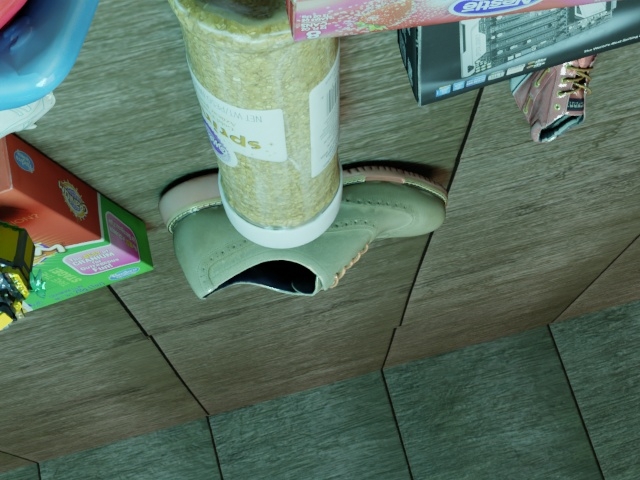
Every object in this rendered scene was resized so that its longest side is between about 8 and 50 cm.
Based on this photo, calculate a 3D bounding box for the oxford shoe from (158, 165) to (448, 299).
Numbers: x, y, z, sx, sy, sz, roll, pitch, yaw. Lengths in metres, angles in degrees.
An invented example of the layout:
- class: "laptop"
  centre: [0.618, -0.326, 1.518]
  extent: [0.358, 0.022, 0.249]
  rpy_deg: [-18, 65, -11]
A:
- class: "oxford shoe"
  centre: [0.000, 0.000, 1.111]
  extent: [0.396, 0.147, 0.140]
  rpy_deg: [-6, 159, -29]

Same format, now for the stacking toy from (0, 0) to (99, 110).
- class: "stacking toy"
  centre: [-0.236, -0.193, 0.384]
  extent: [0.175, 0.166, 0.302]
  rpy_deg: [-1, 157, 29]

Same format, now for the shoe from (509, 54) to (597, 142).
- class: "shoe"
  centre: [0.261, -0.171, 0.932]
  extent: [0.063, 0.081, 0.178]
  rpy_deg: [-8, 161, -22]

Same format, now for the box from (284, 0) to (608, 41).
- class: "box"
  centre: [0.098, -0.211, 0.522]
  extent: [0.256, 0.128, 0.123]
  rpy_deg: [-9, 166, -5]

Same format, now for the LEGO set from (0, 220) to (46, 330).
- class: "LEGO set"
  centre: [-0.396, 0.038, 0.702]
  extent: [0.331, 0.192, 0.255]
  rpy_deg: [-7, 131, -5]

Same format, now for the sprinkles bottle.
- class: "sprinkles bottle"
  centre: [-0.041, -0.113, 0.751]
  extent: [0.121, 0.121, 0.355]
  rpy_deg: [-14, 157, -5]

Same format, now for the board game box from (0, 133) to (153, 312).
- class: "board game box"
  centre: [-0.352, 0.003, 0.958]
  extent: [0.242, 0.064, 0.316]
  rpy_deg: [-19, 162, 8]

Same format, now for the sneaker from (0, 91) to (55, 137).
- class: "sneaker"
  centre: [-0.238, -0.125, 0.711]
  extent: [0.061, 0.054, 0.152]
  rpy_deg: [-14, 170, -36]

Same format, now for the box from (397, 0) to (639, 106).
- class: "box"
  centre: [0.214, -0.232, 0.720]
  extent: [0.307, 0.077, 0.242]
  rpy_deg: [-16, 162, 0]
